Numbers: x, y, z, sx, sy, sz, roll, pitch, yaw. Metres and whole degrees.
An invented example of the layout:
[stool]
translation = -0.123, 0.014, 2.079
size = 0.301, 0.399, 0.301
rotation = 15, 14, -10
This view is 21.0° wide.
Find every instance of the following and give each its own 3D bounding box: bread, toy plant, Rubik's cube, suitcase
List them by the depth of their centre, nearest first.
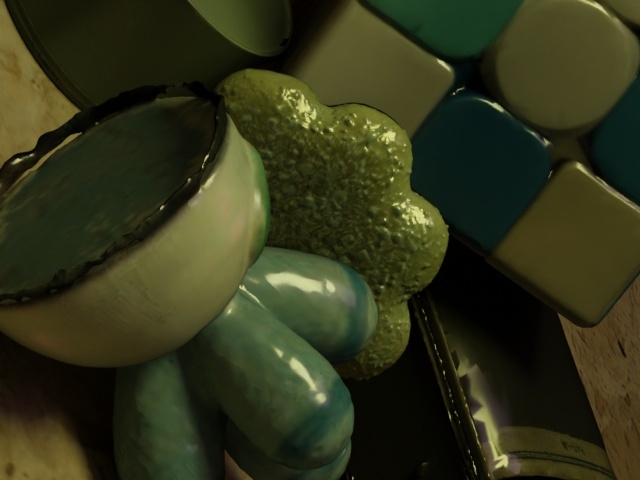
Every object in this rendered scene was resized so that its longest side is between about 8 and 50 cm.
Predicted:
[toy plant]
translation = -0.084, 0.073, 1.261
size = 0.332, 0.247, 0.247
rotation = 55, 24, -28
[bread]
translation = 0.000, 0.000, 1.395
size = 0.056, 0.207, 0.286
rotation = -77, 163, -71
[Rubik's cube]
translation = 0.191, -0.189, 1.537
size = 0.347, 0.346, 0.344
rotation = 34, 15, -8
[suitcase]
translation = 0.129, 0.146, 1.599
size = 0.283, 0.194, 0.433
rotation = 22, 46, -53

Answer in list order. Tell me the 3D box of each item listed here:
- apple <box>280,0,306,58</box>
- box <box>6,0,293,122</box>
[apple]
translation = 0.073, -0.351, 1.861
size = 0.400, 0.334, 0.400
rotation = 44, 30, -34
[box]
translation = -0.151, -0.223, 1.506
size = 0.226, 0.149, 0.226
rotation = 44, 29, -32
